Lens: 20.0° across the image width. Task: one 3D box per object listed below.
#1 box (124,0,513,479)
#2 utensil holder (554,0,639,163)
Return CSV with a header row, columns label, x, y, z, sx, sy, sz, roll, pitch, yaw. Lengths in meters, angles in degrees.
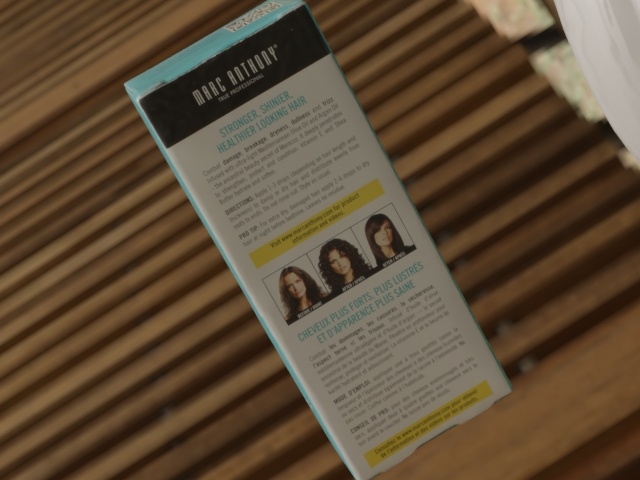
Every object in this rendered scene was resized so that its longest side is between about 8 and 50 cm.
label,x,y,z,sx,sy,sz,roll,pitch,yaw
box,0.000,0.000,0.962,0.244,0.100,0.060,61,174,-17
utensil holder,0.328,-0.167,0.684,0.385,0.327,0.327,-9,118,55
